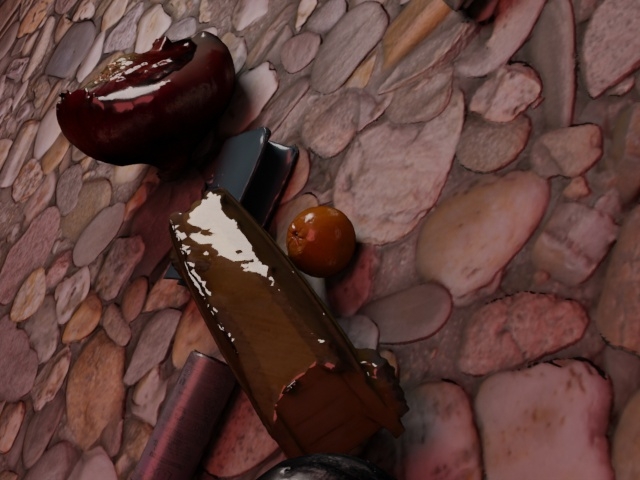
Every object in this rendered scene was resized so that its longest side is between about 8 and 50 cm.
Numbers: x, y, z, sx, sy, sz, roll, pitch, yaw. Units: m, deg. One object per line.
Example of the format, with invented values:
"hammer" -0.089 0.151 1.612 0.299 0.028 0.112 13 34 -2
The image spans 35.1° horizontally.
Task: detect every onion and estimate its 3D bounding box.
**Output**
"onion" -0.237 -0.185 1.483 0.272 0.195 0.272 -18 21 7

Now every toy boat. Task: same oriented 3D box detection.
"toy boat" -0.048 0.080 1.076 0.136 0.162 0.445 -38 42 -1

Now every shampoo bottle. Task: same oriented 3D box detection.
"shampoo bottle" -0.166 0.235 1.175 0.072 0.072 0.214 14 76 52

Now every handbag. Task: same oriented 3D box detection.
"handbag" -0.123 -0.040 1.331 0.144 0.057 0.221 5 69 55

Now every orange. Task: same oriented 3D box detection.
"orange" 0.000 0.000 1.145 0.083 0.070 0.083 -28 49 39

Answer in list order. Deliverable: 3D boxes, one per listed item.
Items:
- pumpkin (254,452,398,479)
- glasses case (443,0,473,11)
"pumpkin" 0.001 0.291 0.814 0.163 0.233 0.233 6 68 30
"glasses case" 0.229 -0.392 1.143 0.308 0.083 0.128 -40 40 23
